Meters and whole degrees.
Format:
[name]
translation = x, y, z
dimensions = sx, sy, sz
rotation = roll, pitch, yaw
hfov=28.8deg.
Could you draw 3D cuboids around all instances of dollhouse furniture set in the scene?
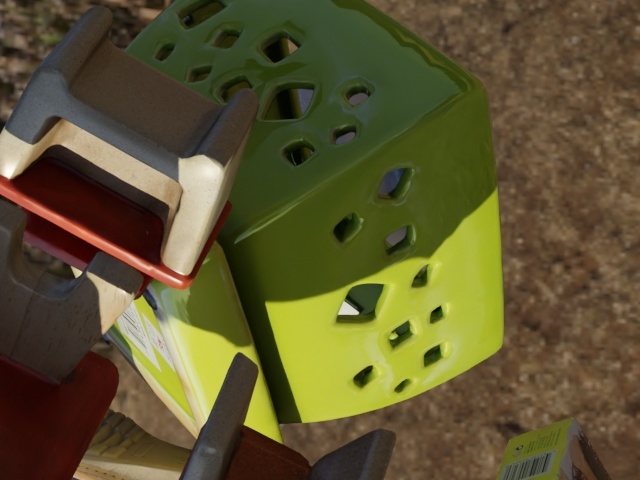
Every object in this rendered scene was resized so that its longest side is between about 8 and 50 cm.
[dollhouse furniture set]
translation = -0.115, 0.045, 0.457
dimensions = 0.135, 0.262, 0.259
rotation = -56, 7, 45

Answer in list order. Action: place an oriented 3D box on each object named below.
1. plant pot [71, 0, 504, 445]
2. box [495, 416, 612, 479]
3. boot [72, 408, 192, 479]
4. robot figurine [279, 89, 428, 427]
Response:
[plant pot]
translation = -0.038, -0.010, 0.766
dimensions = 0.227, 0.207, 0.228
rotation = 39, 154, 40
[box]
translation = 0.205, 0.246, 0.886
dimensions = 0.058, 0.232, 0.087
rotation = -24, 15, 27
[boot]
translation = -0.133, 0.226, 0.816
dimensions = 0.090, 0.248, 0.207
rotation = -20, -60, -67
[robot figurine]
translation = 0.000, 0.000, 1.081
dimensions = 0.300, 0.200, 0.353
rotation = -43, 33, 27
